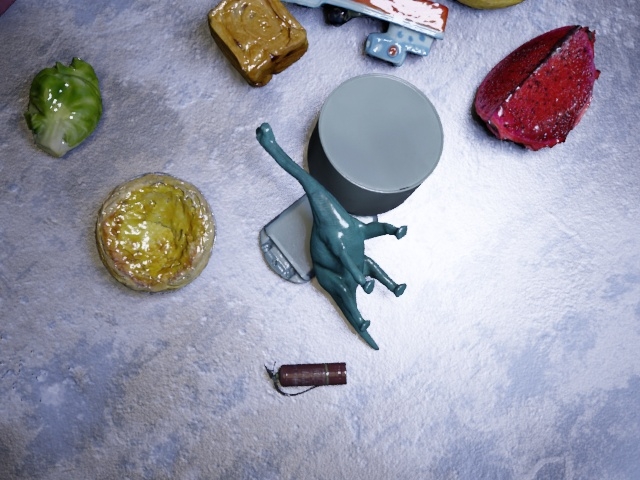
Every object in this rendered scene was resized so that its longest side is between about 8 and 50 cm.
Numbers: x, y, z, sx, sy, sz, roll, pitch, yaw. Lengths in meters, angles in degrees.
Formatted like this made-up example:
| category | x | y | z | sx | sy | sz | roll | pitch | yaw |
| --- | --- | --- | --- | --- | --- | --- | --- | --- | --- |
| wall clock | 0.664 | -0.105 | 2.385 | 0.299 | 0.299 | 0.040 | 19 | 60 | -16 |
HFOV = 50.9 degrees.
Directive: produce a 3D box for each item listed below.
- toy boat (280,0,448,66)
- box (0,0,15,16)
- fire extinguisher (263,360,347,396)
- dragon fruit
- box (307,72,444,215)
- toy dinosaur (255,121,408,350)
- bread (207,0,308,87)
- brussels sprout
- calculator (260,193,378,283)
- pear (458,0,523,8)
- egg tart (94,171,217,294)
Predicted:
| category | x | y | z | sx | sy | sz | roll | pitch | yaw |
| --- | --- | --- | --- | --- | --- | --- | --- | --- | --- |
| toy boat | 0.073 | -0.431 | 1.288 | 0.331 | 0.145 | 0.133 | 19 | 110 | -1 |
| box | -0.683 | -0.578 | 1.276 | 0.294 | 0.193 | 0.167 | 43 | 96 | 2 |
| fire extinguisher | -0.028 | 0.265 | 1.290 | 0.157 | 0.045 | 0.078 | -2 | 108 | -1 |
| dragon fruit | 0.408 | -0.290 | 1.276 | 0.262 | 0.163 | 0.189 | -46 | 54 | 1 |
| box | 0.094 | -0.170 | 1.234 | 0.226 | 0.149 | 0.226 | 3 | 75 | -10 |
| toy dinosaur | 0.000 | 0.000 | 1.242 | 0.331 | 0.384 | 0.129 | 37 | 55 | 28 |
| bread | -0.121 | -0.389 | 1.281 | 0.149 | 0.143 | 0.158 | -45 | 91 | -2 |
| brussels sprout | -0.497 | -0.257 | 1.300 | 0.139 | 0.100 | 0.181 | 16 | 75 | -18 |
| calculator | -0.001 | -0.026 | 1.304 | 0.246 | 0.045 | 0.141 | -39 | 87 | -2 |
| pear | 0.332 | -0.563 | 1.237 | 0.271 | 0.271 | 0.271 | 0 | 87 | 0 |
| egg tart | -0.311 | -0.013 | 1.281 | 0.234 | 0.094 | 0.234 | 0 | 87 | -3 |
